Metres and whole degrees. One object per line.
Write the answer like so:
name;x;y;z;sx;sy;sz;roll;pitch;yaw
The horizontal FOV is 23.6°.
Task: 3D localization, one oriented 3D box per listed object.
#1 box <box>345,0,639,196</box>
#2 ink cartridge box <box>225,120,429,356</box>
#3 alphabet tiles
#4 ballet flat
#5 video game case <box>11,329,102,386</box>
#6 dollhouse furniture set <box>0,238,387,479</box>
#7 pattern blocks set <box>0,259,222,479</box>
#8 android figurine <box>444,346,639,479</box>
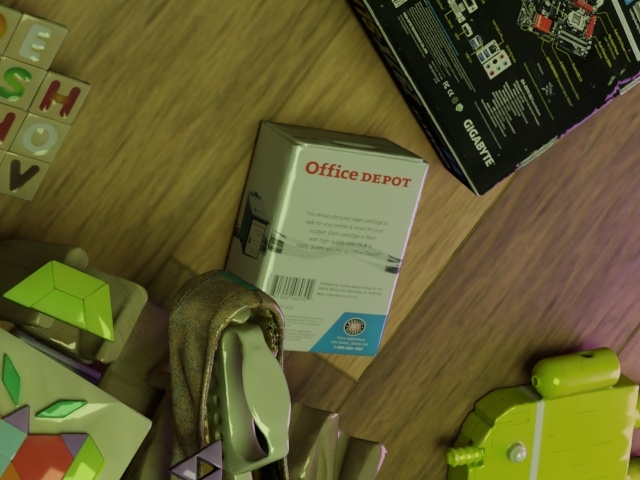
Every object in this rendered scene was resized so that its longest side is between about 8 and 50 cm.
box;0.160;-0.233;1.340;0.257;0.079;0.322;-37;124;-4
ink cartridge box;0.000;0.000;1.371;0.139;0.082;0.191;7;106;-28
alphabet tiles;-0.308;-0.107;1.189;0.237;0.009;0.198;17;117;-32
ballet flat;-0.063;0.182;1.184;0.107;0.106;0.316;-12;100;-39
video game case;-0.252;0.195;1.362;0.173;0.022;0.190;32;94;-32
dollhouse furniture set;-0.214;0.247;1.304;0.362;0.256;0.394;35;72;-33
pattern blocks set;-0.230;0.151;1.103;0.325;0.026;0.285;17;77;-7
android figurine;0.245;0.230;1.600;0.273;0.056;0.248;-5;112;-26
